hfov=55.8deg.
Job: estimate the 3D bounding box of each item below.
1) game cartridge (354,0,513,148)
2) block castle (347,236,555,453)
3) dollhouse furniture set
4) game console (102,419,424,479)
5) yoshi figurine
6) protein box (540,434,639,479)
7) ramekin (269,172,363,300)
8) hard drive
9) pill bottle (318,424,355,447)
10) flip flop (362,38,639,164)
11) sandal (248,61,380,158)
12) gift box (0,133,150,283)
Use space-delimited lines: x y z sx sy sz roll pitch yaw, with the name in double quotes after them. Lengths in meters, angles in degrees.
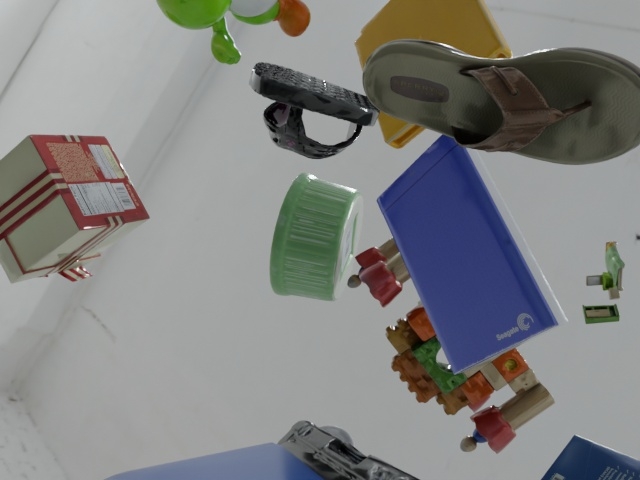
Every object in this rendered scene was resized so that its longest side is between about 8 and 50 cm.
0.206 -0.386 1.204 0.285 0.053 0.323 -37 -131 34 "game cartridge"
0.250 0.201 1.270 0.213 0.303 0.453 -37 -86 5 "block castle"
0.499 0.078 1.074 0.059 0.151 0.076 -5 -144 16 "dollhouse furniture set"
-0.010 0.228 0.400 0.173 0.250 0.293 -39 -177 -17 "game console"
-0.131 -0.381 0.920 0.203 0.362 0.203 4 -76 45 "yoshi figurine"
0.358 0.379 0.749 0.136 0.201 0.199 42 -99 0 "protein box"
0.000 0.000 1.445 0.148 0.303 0.303 13 -104 12 "ramekin"
0.211 0.019 0.920 0.210 0.040 0.318 -46 -120 49 "hard drive"
0.009 0.431 1.145 0.087 0.087 0.160 46 -43 40 "pill bottle"
0.157 -0.127 0.565 0.277 0.112 0.080 19 -138 25 "flip flop"
0.000 -0.181 0.899 0.168 0.446 0.106 20 -77 4 "sandal"
-0.552 -0.059 1.305 0.258 0.276 0.255 -30 -99 22 "gift box"
